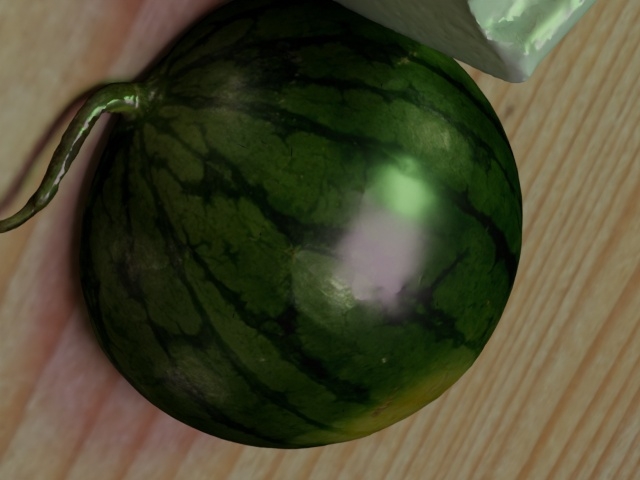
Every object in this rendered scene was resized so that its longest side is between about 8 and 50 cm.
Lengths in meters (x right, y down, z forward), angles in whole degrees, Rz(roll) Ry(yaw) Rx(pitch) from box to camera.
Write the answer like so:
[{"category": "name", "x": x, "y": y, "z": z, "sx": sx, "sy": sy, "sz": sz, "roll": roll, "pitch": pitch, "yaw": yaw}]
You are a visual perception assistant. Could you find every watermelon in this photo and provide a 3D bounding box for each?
[{"category": "watermelon", "x": 0.005, "y": 0.002, "z": 0.670, "sx": 0.204, "sy": 0.127, "sz": 0.232, "roll": -48, "pitch": 135, "yaw": -8}]

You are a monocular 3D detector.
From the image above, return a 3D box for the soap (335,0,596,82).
[{"category": "soap", "x": 0.097, "y": -0.195, "z": 0.620, "sx": 0.261, "sy": 0.150, "sz": 0.094, "roll": -47, "pitch": 146, "yaw": -14}]
